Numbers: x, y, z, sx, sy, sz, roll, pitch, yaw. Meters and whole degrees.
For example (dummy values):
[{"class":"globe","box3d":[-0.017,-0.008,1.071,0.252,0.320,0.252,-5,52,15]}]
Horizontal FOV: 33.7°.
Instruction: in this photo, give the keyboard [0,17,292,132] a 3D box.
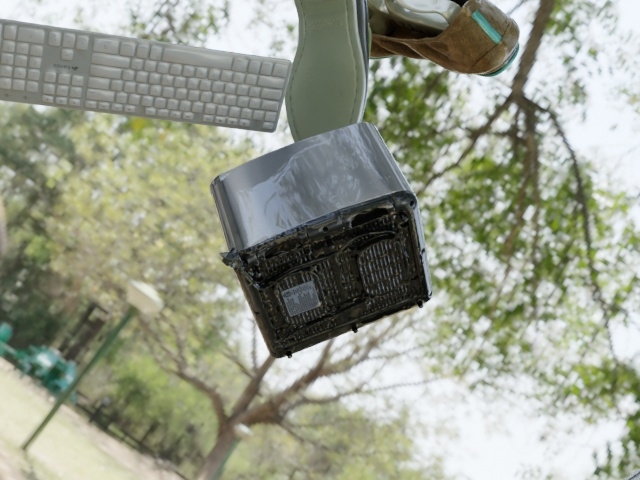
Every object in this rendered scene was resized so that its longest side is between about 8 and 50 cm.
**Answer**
[{"class":"keyboard","box3d":[-0.153,-0.138,0.895,0.256,0.072,0.014,5,38,-18]}]

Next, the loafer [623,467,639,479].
[{"class":"loafer","box3d":[0.302,0.356,1.114,0.112,0.319,0.111,39,21,25]}]

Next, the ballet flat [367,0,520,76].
[{"class":"ballet flat","box3d":[0.103,-0.288,1.336,0.124,0.116,0.342,42,-8,-38]}]

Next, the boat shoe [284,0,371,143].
[{"class":"boat shoe","box3d":[0.013,-0.184,1.024,0.081,0.227,0.069,2,6,20]}]

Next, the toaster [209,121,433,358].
[{"class":"toaster","box3d":[0.000,0.000,0.932,0.185,0.168,0.110,72,-5,-52]}]
